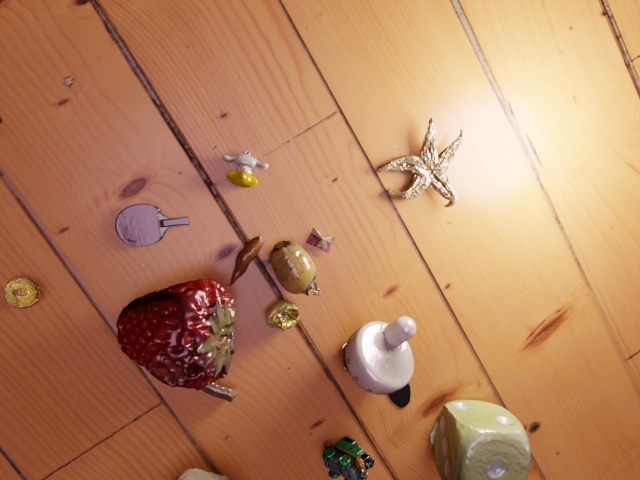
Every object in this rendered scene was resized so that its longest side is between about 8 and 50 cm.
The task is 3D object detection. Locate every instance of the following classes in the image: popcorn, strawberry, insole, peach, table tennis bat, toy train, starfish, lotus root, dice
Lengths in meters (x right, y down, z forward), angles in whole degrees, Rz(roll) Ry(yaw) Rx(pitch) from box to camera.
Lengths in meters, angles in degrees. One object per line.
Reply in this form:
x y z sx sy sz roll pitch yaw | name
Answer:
-0.124 0.242 1.520 0.109 0.089 0.097 -8 86 -6 | popcorn
-0.432 0.270 1.398 0.344 0.295 0.318 3 116 22 | strawberry
0.252 0.478 1.651 0.086 0.005 0.253 -27 100 -6 | insole
-0.877 0.155 1.385 0.098 0.061 0.098 6 76 -24 | peach
-0.519 -0.051 1.448 0.220 0.019 0.130 -6 97 -8 | table tennis bat
0.094 0.728 1.559 0.136 0.227 0.091 -22 100 -38 | toy train
0.353 -0.255 1.562 0.299 0.060 0.303 26 97 -6 | starfish
-0.076 0.100 1.497 0.125 0.118 0.221 -31 98 12 | lotus root
0.541 0.709 1.603 0.254 0.250 0.252 6 94 -11 | dice

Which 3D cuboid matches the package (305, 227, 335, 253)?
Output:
0.000 0.000 1.542 0.083 0.029 0.059 25 99 -1 | package

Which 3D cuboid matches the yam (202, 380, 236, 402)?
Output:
-0.382 0.453 1.512 0.241 0.057 0.057 30 90 -10 | yam

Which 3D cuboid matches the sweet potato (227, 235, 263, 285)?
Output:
-0.244 0.064 1.495 0.056 0.056 0.195 32 94 -12 | sweet potato

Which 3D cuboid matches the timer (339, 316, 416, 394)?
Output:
0.203 0.367 1.507 0.233 0.240 0.234 18 50 -23 | timer

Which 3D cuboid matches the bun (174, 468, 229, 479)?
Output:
-0.329 0.879 1.427 0.234 0.362 0.326 -34 141 -4 | bun

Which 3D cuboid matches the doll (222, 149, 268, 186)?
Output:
-0.245 -0.228 1.457 0.135 0.071 0.113 35 81 -7 | doll
